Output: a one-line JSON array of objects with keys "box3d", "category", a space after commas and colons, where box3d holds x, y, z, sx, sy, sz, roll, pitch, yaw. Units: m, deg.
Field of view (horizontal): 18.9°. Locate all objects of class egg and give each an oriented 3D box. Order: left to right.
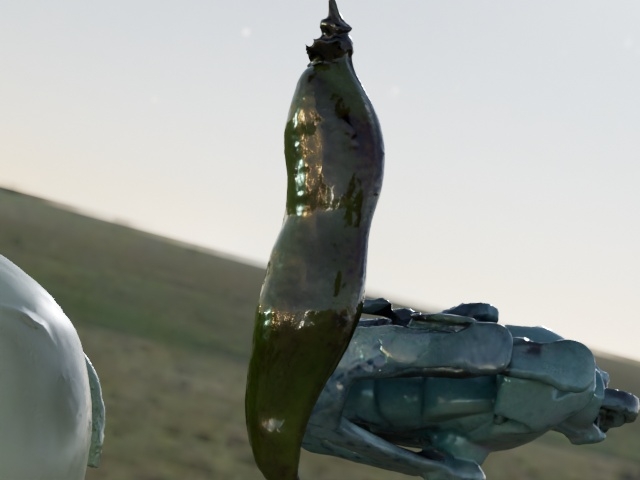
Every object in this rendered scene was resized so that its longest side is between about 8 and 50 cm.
[{"box3d": [-0.307, 0.154, 1.378, 0.283, 0.345, 0.283, 6, -11, 1], "category": "egg"}]

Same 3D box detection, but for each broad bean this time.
[{"box3d": [0.000, 0.000, 1.309, 0.077, 0.339, 0.061, 5, -11, 24], "category": "broad bean"}]

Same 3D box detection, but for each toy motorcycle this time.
[{"box3d": [0.105, 0.112, 1.496, 0.260, 0.154, 0.206, -2, -22, 23], "category": "toy motorcycle"}]

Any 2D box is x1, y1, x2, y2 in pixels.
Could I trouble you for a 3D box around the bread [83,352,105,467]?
[{"box3d": [-0.264, 0.120, 1.661, 0.193, 0.112, 0.036, 14, -3, 25], "category": "bread"}]
